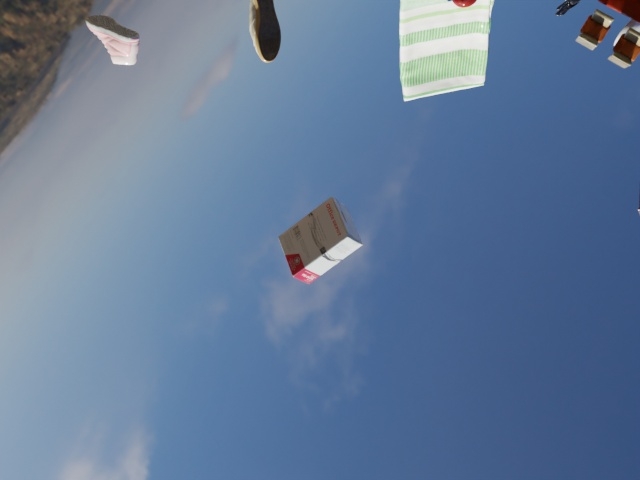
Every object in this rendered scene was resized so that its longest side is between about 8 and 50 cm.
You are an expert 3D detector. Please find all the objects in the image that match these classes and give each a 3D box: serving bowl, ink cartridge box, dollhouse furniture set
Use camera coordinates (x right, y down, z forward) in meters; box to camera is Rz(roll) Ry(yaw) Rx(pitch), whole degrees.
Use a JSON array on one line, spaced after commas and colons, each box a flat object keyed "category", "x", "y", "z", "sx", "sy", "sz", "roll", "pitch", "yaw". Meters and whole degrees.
[{"category": "serving bowl", "x": 0.666, "y": -0.440, "z": 1.635, "sx": 0.083, "sy": 0.027, "sz": 0.083, "roll": -37, "pitch": 159, "yaw": -17}, {"category": "ink cartridge box", "x": 0.000, "y": 0.000, "z": 1.569, "sx": 0.150, "sy": 0.063, "sz": 0.109, "roll": -36, "pitch": -127, "yaw": 20}, {"category": "dollhouse furniture set", "x": 0.594, "y": -0.515, "z": 1.546, "sx": 0.262, "sy": 0.259, "sz": 0.135, "roll": -60, "pitch": 172, "yaw": 13}]

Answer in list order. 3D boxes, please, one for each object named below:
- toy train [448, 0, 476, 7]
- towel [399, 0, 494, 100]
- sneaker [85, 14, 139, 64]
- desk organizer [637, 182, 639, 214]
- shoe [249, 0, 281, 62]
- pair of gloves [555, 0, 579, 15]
[{"category": "toy train", "x": 0.284, "y": -0.482, "z": 1.199, "sx": 0.248, "sy": 0.105, "sz": 0.143, "roll": -24, "pitch": -124, "yaw": 3}, {"category": "towel", "x": 0.322, "y": -0.508, "z": 1.955, "sx": 0.248, "sy": 0.325, "sz": 0.038, "roll": -12, "pitch": -130, "yaw": -5}, {"category": "sneaker", "x": -0.384, "y": -0.364, "z": 1.409, "sx": 0.051, "sy": 0.134, "sz": 0.070, "roll": -31, "pitch": 142, "yaw": -42}, {"category": "desk organizer", "x": 0.546, "y": -0.062, "z": 1.142, "sx": 0.130, "sy": 0.047, "sz": 0.050, "roll": -4, "pitch": -119, "yaw": 32}, {"category": "shoe", "x": -0.156, "y": -0.598, "z": 2.105, "sx": 0.058, "sy": 0.076, "sz": 0.219, "roll": 6, "pitch": -78, "yaw": 61}, {"category": "pair of gloves", "x": 0.424, "y": -0.424, "z": 1.302, "sx": 0.074, "sy": 0.083, "sz": 0.010, "roll": -40, "pitch": -122, "yaw": 2}]
